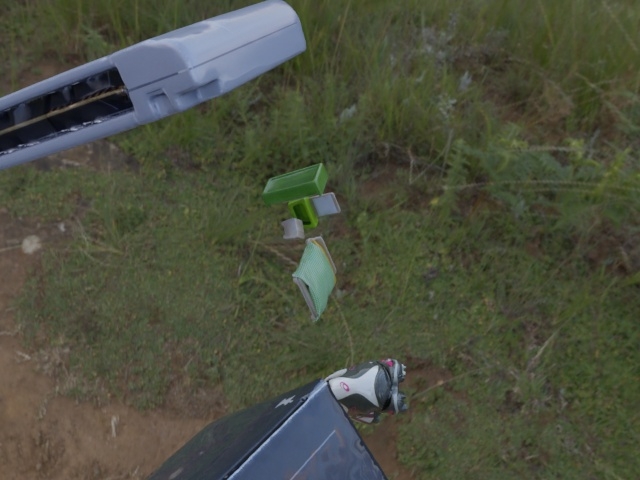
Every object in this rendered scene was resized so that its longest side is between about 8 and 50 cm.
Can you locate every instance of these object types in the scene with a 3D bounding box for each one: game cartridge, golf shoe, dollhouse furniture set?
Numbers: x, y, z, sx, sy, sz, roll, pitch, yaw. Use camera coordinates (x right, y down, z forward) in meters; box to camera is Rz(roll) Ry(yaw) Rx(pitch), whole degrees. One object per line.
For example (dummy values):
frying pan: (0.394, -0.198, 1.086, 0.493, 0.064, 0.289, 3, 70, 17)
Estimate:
game cartridge: (-0.168, -0.124, 0.554, 0.294, 0.060, 0.196, -10, 17, 28)
golf shoe: (0.054, 0.246, 1.107, 0.120, 0.273, 0.105, 0, 70, -9)
dollhouse furniture set: (0.000, 0.000, 0.668, 0.058, 0.152, 0.076, -12, 30, 20)

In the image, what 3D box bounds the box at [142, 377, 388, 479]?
box: (-0.035, 0.383, 0.587, 0.293, 0.212, 0.396, -33, 92, -50)
